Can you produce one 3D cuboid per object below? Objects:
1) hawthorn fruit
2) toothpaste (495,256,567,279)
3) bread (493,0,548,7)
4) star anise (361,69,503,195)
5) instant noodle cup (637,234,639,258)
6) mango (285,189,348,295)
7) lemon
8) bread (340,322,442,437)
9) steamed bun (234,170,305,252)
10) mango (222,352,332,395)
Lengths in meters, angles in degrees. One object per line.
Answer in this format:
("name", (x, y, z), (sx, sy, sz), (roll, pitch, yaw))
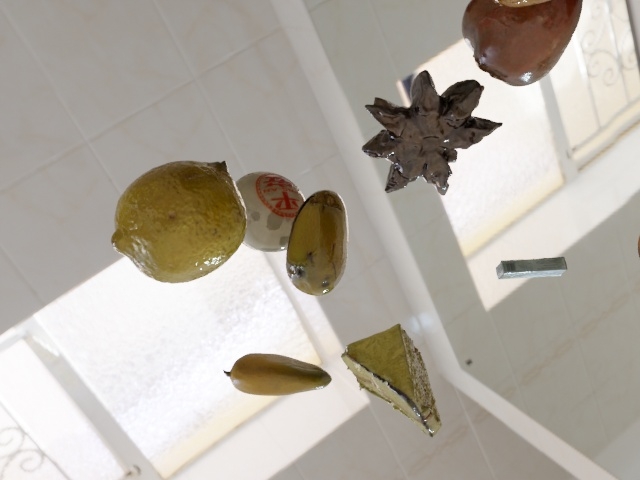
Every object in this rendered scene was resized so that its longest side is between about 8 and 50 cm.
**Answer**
("hawthorn fruit", (0.388, -0.408, 1.324), (0.251, 0.199, 0.199), (-39, -160, 33))
("toothpaste", (0.502, 0.065, 1.724), (0.164, 0.046, 0.034), (-3, -113, -9))
("bread", (0.346, -0.436, 1.118), (0.191, 0.132, 0.114), (-14, -111, 11))
("star anise", (0.236, -0.219, 1.546), (0.316, 0.315, 0.108), (-21, -148, 9))
("instant noodle cup", (0.741, -0.005, 1.462), (0.169, 0.168, 0.185), (-7, -171, 30))
("mango", (0.000, 0.000, 1.644), (0.130, 0.167, 0.261), (1, -112, 22))
("lemon", (-0.268, -0.034, 1.359), (0.254, 0.228, 0.228), (-22, -152, -15))
("bread", (0.190, 0.390, 1.880), (0.199, 0.263, 0.236), (-26, -130, 7))
("steamed bun", (-0.131, -0.088, 1.892), (0.145, 0.232, 0.231), (-52, -176, 47))
("mango", (-0.124, 0.391, 2.093), (0.317, 0.119, 0.176), (5, 178, 1))
